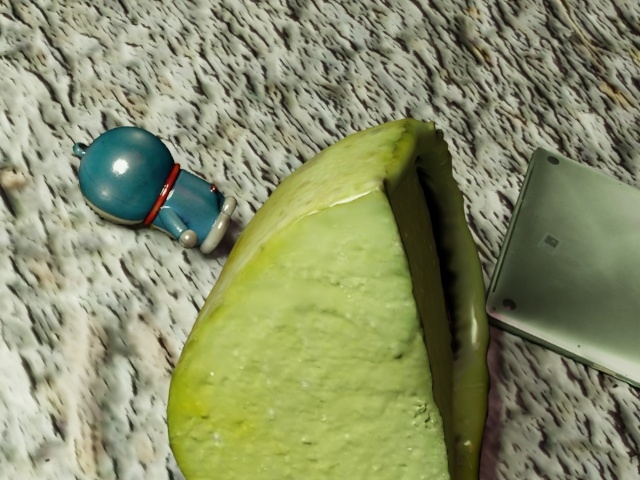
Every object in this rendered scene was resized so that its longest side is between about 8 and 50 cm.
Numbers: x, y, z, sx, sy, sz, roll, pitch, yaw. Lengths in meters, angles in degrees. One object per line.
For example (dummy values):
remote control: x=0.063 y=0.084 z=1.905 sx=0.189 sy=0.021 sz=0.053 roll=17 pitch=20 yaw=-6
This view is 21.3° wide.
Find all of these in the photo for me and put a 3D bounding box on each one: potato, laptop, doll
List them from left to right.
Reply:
doll: x=-0.149 y=-0.046 z=1.489 sx=0.152 sy=0.085 sz=0.114 roll=28 pitch=27 yaw=-10
potato: x=0.013 y=0.067 z=1.354 sx=0.213 sy=0.330 sz=0.280 roll=-6 pitch=20 yaw=16
laptop: x=0.268 y=0.023 z=1.641 sx=0.188 sy=0.015 sz=0.269 roll=24 pitch=43 yaw=0
